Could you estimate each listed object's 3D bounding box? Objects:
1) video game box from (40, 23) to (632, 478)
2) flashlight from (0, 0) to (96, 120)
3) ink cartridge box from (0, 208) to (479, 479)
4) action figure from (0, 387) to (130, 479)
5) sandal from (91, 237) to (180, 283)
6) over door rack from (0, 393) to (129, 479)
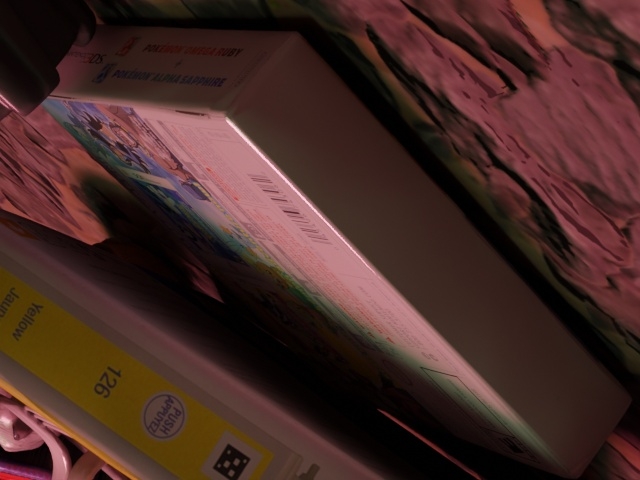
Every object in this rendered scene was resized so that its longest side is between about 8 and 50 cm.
[{"bbox_3d":[0.000,0.000,0.772,0.205,0.048,0.187,46,162,-26],"label":"video game box"},{"bbox_3d":[-0.217,-0.162,0.738,0.304,0.103,0.103,50,166,-22],"label":"flashlight"},{"bbox_3d":[0.000,0.104,0.889,0.307,0.072,0.303,34,-179,22],"label":"ink cartridge box"},{"bbox_3d":[-0.294,0.140,1.626,0.341,0.179,0.330,17,165,-17],"label":"action figure"},{"bbox_3d":[-0.103,0.036,1.111,0.090,0.060,0.219,39,180,22],"label":"sandal"},{"bbox_3d":[-0.040,0.205,1.128,0.239,0.108,0.324,18,168,43],"label":"over door rack"}]
